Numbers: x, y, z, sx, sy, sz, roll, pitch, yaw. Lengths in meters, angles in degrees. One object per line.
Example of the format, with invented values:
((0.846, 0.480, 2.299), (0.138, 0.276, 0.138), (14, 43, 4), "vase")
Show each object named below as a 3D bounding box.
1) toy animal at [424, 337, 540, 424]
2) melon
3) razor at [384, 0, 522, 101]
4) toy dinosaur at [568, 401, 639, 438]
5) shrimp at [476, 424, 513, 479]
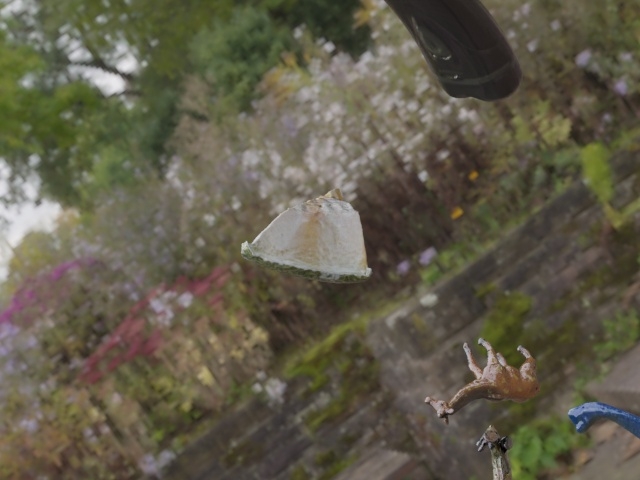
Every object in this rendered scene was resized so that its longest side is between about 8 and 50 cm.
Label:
((0.275, 0.242, 2.049), (0.230, 0.224, 0.066), (-93, 20, -56), "toy animal")
((0.002, 0.005, 1.392), (0.202, 0.139, 0.093), (-18, -46, -58), "melon")
((0.242, -0.402, 2.262), (0.204, 0.349, 0.113), (21, 68, 50), "razor")
((0.426, 0.192, 1.334), (0.247, 0.188, 0.075), (-38, -4, 1), "toy dinosaur")
((0.246, 0.348, 1.664), (0.046, 0.152, 0.219), (-4, 29, 16), "shrimp")
